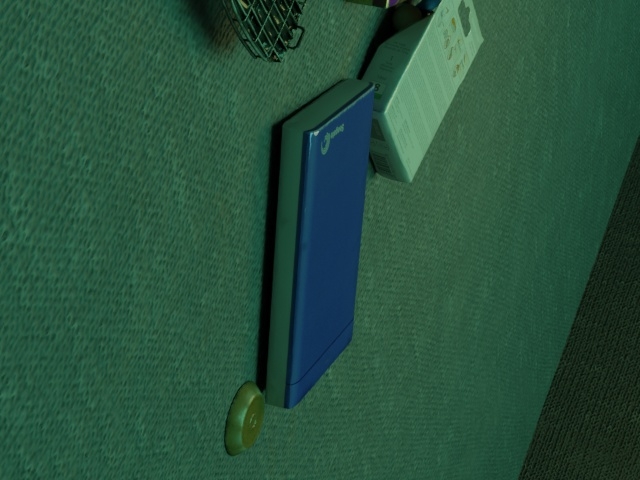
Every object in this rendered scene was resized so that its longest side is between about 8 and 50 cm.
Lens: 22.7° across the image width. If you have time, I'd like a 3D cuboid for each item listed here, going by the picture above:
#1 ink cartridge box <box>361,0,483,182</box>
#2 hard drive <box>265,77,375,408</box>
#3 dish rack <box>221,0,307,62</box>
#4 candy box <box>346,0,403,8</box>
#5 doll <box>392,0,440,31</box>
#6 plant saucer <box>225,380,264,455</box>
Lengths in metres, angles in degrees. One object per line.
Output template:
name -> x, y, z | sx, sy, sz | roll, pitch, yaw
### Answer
ink cartridge box -> 0.119, -0.206, 1.935 | 0.224, 0.056, 0.181 | -65, 157, -18
hard drive -> 0.000, 0.000, 1.769 | 0.210, 0.040, 0.318 | -44, 142, -62
dish rack -> -0.039, -0.305, 1.439 | 0.208, 0.074, 0.271 | 57, 50, -63
candy box -> 0.088, -0.331, 1.806 | 0.187, 0.053, 0.109 | -37, 136, -64
doll -> 0.131, -0.254, 1.985 | 0.189, 0.046, 0.129 | 25, 87, -64
plant saucer -> -0.078, 0.193, 1.715 | 0.083, 0.015, 0.083 | 13, 90, -71
